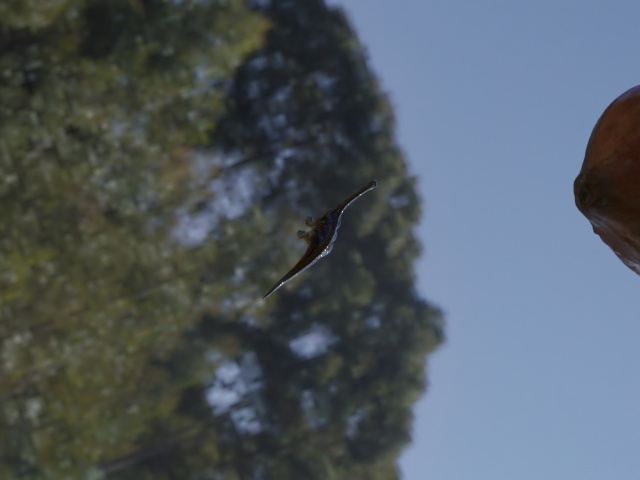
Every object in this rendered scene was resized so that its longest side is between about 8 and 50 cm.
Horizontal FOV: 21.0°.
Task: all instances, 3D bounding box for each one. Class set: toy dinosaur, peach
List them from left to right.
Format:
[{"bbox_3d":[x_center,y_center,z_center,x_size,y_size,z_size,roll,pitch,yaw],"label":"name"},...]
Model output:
[{"bbox_3d":[-0.005,-0.002,1.896,0.037,0.180,0.058,37,-9,-16],"label":"toy dinosaur"},{"bbox_3d":[0.310,-0.043,1.409,0.232,0.232,0.232,55,-24,39],"label":"peach"}]
